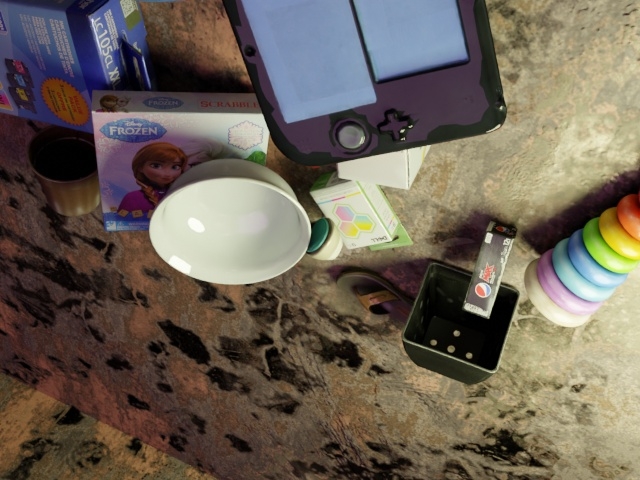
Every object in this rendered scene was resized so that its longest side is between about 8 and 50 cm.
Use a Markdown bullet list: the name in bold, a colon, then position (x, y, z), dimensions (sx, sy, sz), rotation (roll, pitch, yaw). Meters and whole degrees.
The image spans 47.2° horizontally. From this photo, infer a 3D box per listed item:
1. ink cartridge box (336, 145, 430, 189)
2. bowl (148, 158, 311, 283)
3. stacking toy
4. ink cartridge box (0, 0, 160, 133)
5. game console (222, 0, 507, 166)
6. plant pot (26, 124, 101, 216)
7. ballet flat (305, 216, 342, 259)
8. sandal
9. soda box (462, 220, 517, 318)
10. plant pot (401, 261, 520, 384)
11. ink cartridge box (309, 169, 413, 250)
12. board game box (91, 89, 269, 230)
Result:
- **ink cartridge box**: position (0.109, -0.190, 1.189), dimensions (0.128, 0.176, 0.127), rotation (11, 135, 21)
- **bowl**: position (-0.168, -0.057, 1.382), dimensions (0.297, 0.134, 0.298), rotation (-2, 140, -2)
- **stacking toy**: position (0.488, 0.006, 1.204), dimensions (0.141, 0.141, 0.330), rotation (34, 135, -3)
- **ink cartridge box**: position (-0.473, -0.357, 1.394), dimensions (0.395, 0.151, 0.270), rotation (13, 136, 17)
- **game console**: position (0.047, -0.295, 0.984), dimensions (0.341, 0.060, 0.387), rotation (-7, 119, 24)
- **plant pot**: position (-0.564, -0.149, 1.651), dimensions (0.166, 0.167, 0.165), rotation (26, 146, 5)
- **ballet flat**: position (0.000, 0.000, 1.455), dimensions (0.086, 0.086, 0.248), rotation (46, 170, -17)
- **sandal**: position (0.131, 0.136, 1.588), dimensions (0.219, 0.060, 0.090), rotation (34, 139, -3)
- **soda box**: position (0.314, 0.054, 1.359), dimensions (0.053, 0.060, 0.169), rotation (19, 115, 14)
- **plant pot**: position (0.273, 0.187, 1.474), dimensions (0.187, 0.188, 0.167), rotation (18, 149, 13)
- **ink cartridge box**: position (0.083, -0.044, 1.436), dimensions (0.108, 0.062, 0.209), rotation (-12, 124, 38)
- **board game box**: position (-0.268, -0.145, 1.422), dimensions (0.318, 0.066, 0.318), rotation (-2, 140, -12)
